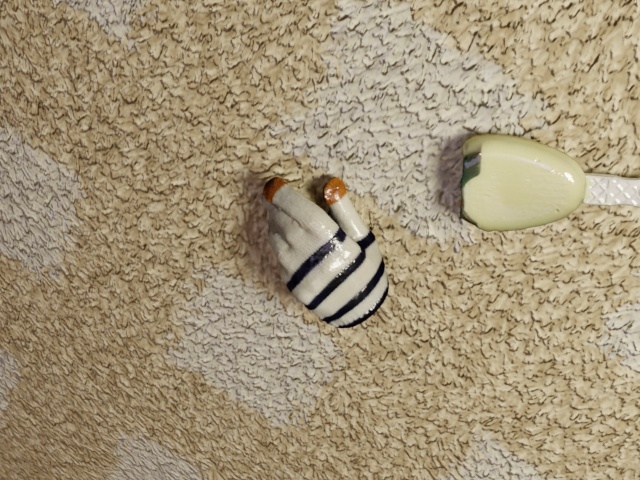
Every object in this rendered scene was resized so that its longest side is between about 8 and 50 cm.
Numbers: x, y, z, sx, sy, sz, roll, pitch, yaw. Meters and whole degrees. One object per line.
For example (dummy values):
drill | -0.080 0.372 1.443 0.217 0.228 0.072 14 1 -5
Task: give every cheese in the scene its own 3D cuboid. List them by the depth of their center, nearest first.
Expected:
cheese | 0.296 -0.064 0.921 0.251 0.054 0.127 5 123 15

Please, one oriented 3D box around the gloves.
gloves | -0.005 0.011 1.033 0.140 0.131 0.218 -28 118 29
